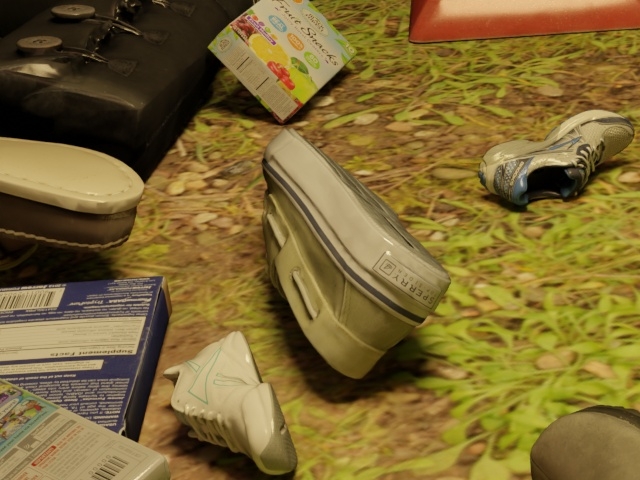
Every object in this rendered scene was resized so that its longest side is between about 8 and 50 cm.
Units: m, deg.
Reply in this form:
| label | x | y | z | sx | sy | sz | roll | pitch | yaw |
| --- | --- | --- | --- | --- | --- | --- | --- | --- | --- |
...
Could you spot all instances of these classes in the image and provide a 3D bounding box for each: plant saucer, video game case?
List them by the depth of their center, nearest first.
| label | x | y | z | sx | sy | sz | roll | pitch | yaw |
| --- | --- | --- | --- | --- | --- | --- | --- | --- | --- |
| video game case | -0.222 | 0.156 | 0.881 | 0.193 | 0.023 | 0.212 | 19 | 45 | 33 |
| plant saucer | 0.225 | -0.282 | 1.717 | 0.259 | 0.047 | 0.258 | -2 | 26 | 6 |

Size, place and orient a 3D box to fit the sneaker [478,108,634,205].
| label | x | y | z | sx | sy | sz | roll | pitch | yaw |
| --- | --- | --- | --- | --- | --- | --- | --- | --- | --- |
| sneaker | 0.196 | -0.059 | 1.268 | 0.135 | 0.052 | 0.058 | -23 | 39 | -16 |

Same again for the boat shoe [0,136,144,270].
| label | x | y | z | sx | sy | sz | roll | pitch | yaw |
| --- | --- | --- | --- | --- | --- | --- | --- | --- | --- |
| boat shoe | -0.267 | -0.031 | 1.250 | 0.324 | 0.096 | 0.117 | 14 | 16 | 33 |

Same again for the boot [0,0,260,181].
| label | x | y | z | sx | sy | sz | roll | pitch | yaw |
| --- | --- | --- | --- | --- | --- | --- | --- | --- | --- |
| boot | -0.269 | -0.181 | 1.532 | 0.367 | 0.146 | 0.445 | 0 | 31 | 16 |

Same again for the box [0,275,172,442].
| label | x | y | z | sx | sy | sz | roll | pitch | yaw |
| --- | --- | --- | --- | --- | --- | --- | --- | --- | --- |
| box | -0.179 | 0.095 | 1.033 | 0.136 | 0.036 | 0.225 | -4 | 26 | 5 |

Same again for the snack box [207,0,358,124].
| label | x | y | z | sx | sy | sz | roll | pitch | yaw |
| --- | --- | --- | --- | --- | --- | --- | --- | --- | --- |
| snack box | -0.033 | -0.179 | 1.503 | 0.037 | 0.100 | 0.141 | -40 | 5 | 34 |

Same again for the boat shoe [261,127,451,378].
| label | x | y | z | sx | sy | sz | roll | pitch | yaw |
| --- | --- | --- | --- | --- | --- | --- | --- | --- | --- |
| boat shoe | 0.000 | 0.000 | 1.122 | 0.094 | 0.109 | 0.302 | -50 | 19 | 6 |

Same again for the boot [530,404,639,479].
| label | x | y | z | sx | sy | sz | roll | pitch | yaw |
| --- | --- | --- | --- | --- | --- | --- | --- | --- | --- |
| boot | 0.119 | 0.159 | 0.754 | 0.161 | 0.083 | 0.246 | -4 | 26 | -21 |

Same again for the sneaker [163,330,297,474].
| label | x | y | z | sx | sy | sz | roll | pitch | yaw |
| --- | --- | --- | --- | --- | --- | --- | --- | --- | --- |
| sneaker | -0.055 | 0.107 | 0.976 | 0.061 | 0.053 | 0.152 | -21 | 22 | -9 |
